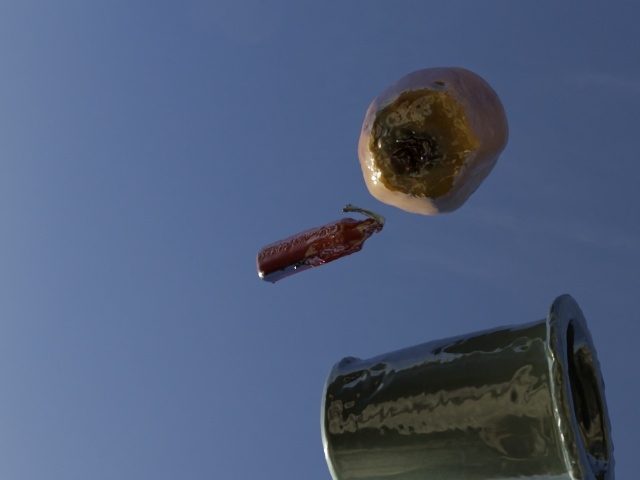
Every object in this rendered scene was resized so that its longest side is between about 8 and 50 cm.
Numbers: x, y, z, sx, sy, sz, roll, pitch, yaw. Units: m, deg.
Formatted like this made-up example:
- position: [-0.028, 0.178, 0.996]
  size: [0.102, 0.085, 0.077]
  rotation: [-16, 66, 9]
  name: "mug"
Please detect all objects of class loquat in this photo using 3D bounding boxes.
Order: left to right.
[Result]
- position: [0.138, -0.125, 1.270]
  size: [0.176, 0.234, 0.187]
  rotation: [23, -66, 22]
  name: "loquat"

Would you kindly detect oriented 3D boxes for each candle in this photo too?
- position: [0.000, 0.000, 1.024]
  size: [0.162, 0.053, 0.048]
  rotation: [-22, -83, 35]
  name: "candle"

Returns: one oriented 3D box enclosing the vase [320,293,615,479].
- position: [0.165, 0.198, 1.155]
  size: [0.291, 0.245, 0.245]
  rotation: [-12, -101, 25]
  name: "vase"
